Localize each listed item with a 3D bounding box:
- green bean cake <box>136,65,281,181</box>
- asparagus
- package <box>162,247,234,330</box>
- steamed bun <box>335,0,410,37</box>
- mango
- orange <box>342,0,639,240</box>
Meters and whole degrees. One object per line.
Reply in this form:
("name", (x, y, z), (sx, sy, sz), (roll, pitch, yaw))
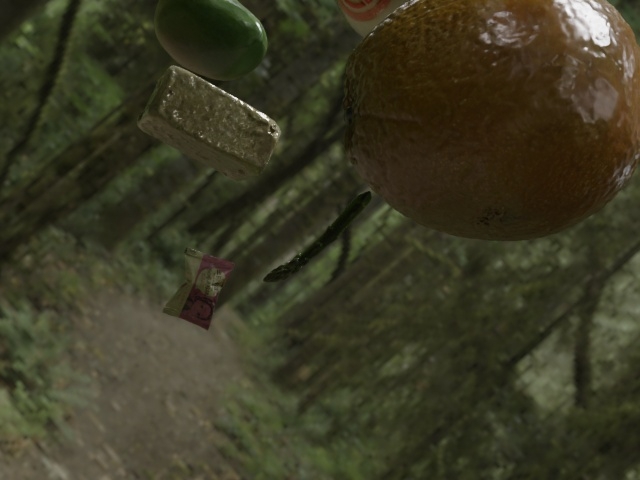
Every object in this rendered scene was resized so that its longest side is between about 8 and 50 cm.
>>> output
("green bean cake", (-0.151, -0.155, 1.781), (0.179, 0.085, 0.109), (27, -13, -11))
("asparagus", (0.000, 0.000, 2.203), (0.034, 0.236, 0.027), (47, 7, -11))
("package", (-0.139, 0.055, 1.496), (0.059, 0.083, 0.029), (21, 3, -8))
("steamed bun", (0.122, -0.474, 2.299), (0.177, 0.283, 0.283), (-8, 42, -41))
("mango", (-0.177, -0.345, 2.177), (0.251, 0.156, 0.114), (30, 27, 33))
("orange", (0.204, -0.160, 1.571), (0.322, 0.357, 0.322), (-2, 90, -88))
